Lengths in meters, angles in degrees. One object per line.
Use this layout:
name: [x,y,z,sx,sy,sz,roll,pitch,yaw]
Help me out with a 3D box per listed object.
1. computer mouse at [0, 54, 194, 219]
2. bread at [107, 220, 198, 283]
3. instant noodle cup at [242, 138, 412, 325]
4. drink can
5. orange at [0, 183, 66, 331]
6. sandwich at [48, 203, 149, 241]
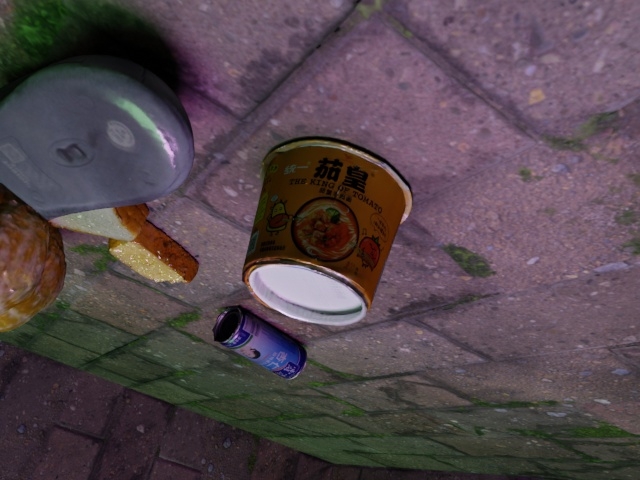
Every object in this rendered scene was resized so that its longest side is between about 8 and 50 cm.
computer mouse: [-0.297,-0.131,0.699,0.371,0.122,0.188,-9,129,30]
bread: [-0.321,0.026,1.077,0.103,0.065,0.187,-6,147,25]
instant noodle cup: [0.000,0.000,0.737,0.216,0.172,0.216,12,150,7]
drink can: [-0.142,0.248,1.348,0.097,0.097,0.235,-11,143,41]
orange: [-0.579,0.045,0.977,0.210,0.271,0.369,31,161,11]
sandwich: [-0.393,-0.082,0.910,0.186,0.065,0.215,12,152,7]
